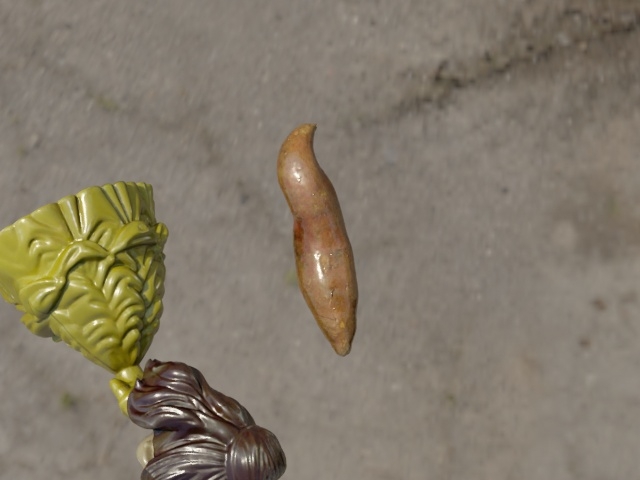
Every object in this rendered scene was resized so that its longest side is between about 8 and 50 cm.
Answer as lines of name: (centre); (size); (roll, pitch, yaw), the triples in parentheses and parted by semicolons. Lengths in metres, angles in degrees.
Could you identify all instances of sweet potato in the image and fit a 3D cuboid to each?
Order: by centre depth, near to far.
sweet potato: (-0.002, 0.001, 1.581); (0.058, 0.055, 0.202); (-9, 96, 53)

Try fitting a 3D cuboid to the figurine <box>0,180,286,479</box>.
figurine: (-0.162, 0.119, 1.663); (0.168, 0.187, 0.315); (-32, 79, 9)
